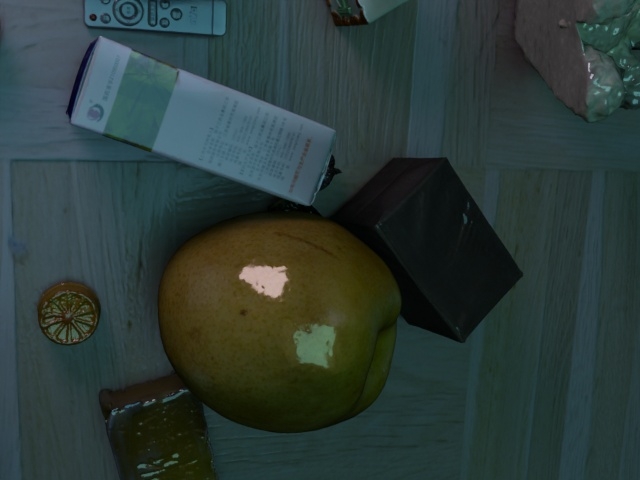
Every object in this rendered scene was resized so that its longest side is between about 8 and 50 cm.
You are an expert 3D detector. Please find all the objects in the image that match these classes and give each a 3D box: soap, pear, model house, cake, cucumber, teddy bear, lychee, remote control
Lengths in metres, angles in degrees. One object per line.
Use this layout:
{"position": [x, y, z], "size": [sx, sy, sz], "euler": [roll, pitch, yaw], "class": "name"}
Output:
{"position": [-0.226, 0.315, 1.060], "size": [0.135, 0.076, 0.233], "euler": [-14, 104, -18], "class": "soap"}
{"position": [-0.052, 0.108, 0.964], "size": [0.314, 0.314, 0.314], "euler": [-4, 102, -19], "class": "pear"}
{"position": [0.049, -0.378, 0.992], "size": [0.100, 0.127, 0.149], "euler": [-32, 113, -12], "class": "model house"}
{"position": [-0.338, 0.099, 0.990], "size": [0.084, 0.044, 0.084], "euler": [-3, 101, -19], "class": "cake"}
{"position": [0.001, -0.001, 1.089], "size": [0.058, 0.058, 0.187], "euler": [-44, 113, -7], "class": "cucumber"}
{"position": [0.483, -0.345, 1.062], "size": [0.362, 0.375, 0.327], "euler": [-8, 117, -4], "class": "teddy bear"}
{"position": [-0.009, -0.101, 1.057], "size": [0.083, 0.068, 0.067], "euler": [10, 117, -20], "class": "lychee"}
{"position": [-0.216, -0.299, 0.967], "size": [0.184, 0.027, 0.050], "euler": [0, 99, -16], "class": "remote control"}

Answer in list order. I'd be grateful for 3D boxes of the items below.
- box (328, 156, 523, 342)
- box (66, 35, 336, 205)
{"position": [0.155, 0.010, 1.093], "size": [0.149, 0.155, 0.231], "euler": [-44, 111, -16], "class": "box"}
{"position": [-0.155, -0.149, 0.923], "size": [0.299, 0.200, 0.106], "euler": [17, 96, -23], "class": "box"}
